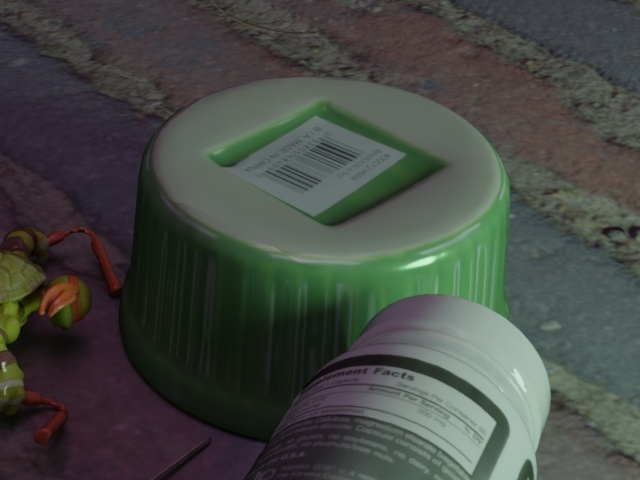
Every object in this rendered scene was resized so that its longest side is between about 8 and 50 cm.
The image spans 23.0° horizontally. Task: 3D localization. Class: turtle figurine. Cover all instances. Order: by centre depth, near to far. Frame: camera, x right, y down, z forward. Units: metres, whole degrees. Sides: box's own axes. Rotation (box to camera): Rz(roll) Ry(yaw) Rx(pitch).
[{"bbox_3d":[-0.260,0.046,1.143,0.217,0.087,0.269,2,34,-3],"label":"turtle figurine"}]

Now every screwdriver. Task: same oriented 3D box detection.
[{"bbox_3d":[-0.128,0.167,1.037,0.025,0.024,0.170,44,42,6],"label":"screwdriver"}]

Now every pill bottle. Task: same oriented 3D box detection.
[{"bbox_3d":[0.035,0.163,0.934,0.161,0.161,0.283,15,35,16],"label":"pill bottle"}]

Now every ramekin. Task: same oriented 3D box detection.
[{"bbox_3d":[0.000,0.000,1.182,0.303,0.148,0.303,3,34,-2],"label":"ramekin"}]
